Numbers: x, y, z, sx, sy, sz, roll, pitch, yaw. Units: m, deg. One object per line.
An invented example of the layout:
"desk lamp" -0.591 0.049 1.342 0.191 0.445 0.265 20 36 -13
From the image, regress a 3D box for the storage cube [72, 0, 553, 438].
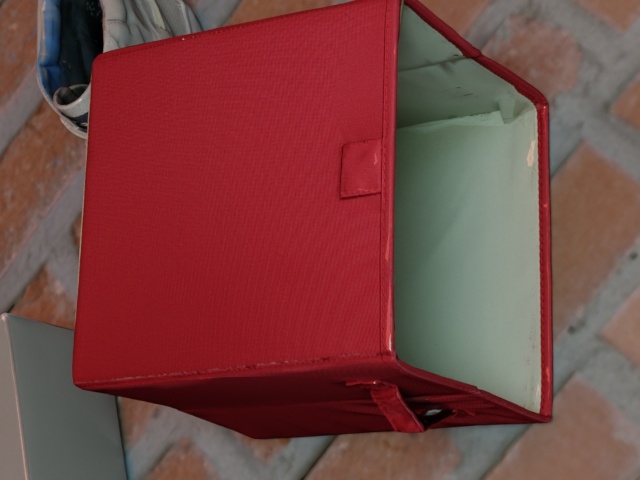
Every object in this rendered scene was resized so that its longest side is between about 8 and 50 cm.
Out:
"storage cube" 0.000 0.000 0.935 0.193 0.183 0.215 -7 73 31

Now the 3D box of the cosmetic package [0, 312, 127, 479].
"cosmetic package" -0.187 0.176 1.049 0.127 0.107 0.238 -25 67 27

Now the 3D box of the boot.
"boot" -0.119 -0.054 1.060 0.095 0.123 0.258 -24 65 24
